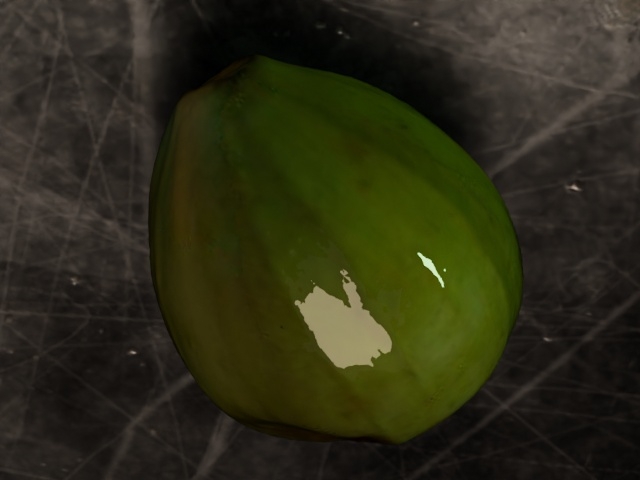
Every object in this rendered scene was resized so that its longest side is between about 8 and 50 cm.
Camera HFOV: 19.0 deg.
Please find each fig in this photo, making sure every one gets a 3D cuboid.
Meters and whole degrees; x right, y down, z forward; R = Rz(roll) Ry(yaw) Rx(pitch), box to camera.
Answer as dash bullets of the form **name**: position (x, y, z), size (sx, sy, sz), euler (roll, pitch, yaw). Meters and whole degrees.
- **fig**: position (0.000, 0.000, 1.231), size (0.239, 0.239, 0.271), euler (-22, 119, 13)
